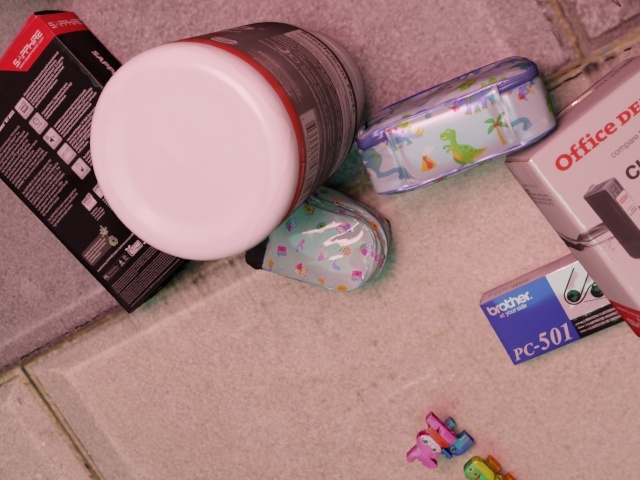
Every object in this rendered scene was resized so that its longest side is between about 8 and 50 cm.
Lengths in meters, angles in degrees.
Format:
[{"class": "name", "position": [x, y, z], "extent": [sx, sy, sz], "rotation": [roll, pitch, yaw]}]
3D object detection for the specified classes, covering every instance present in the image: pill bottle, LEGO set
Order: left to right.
[{"class": "pill bottle", "position": [-0.075, -0.131, 0.894], "extent": [0.210, 0.363, 0.210], "rotation": [6, 110, 15]}, {"class": "LEGO set", "position": [0.203, 0.339, 1.122], "extent": [0.227, 0.087, 0.093], "rotation": [44, 100, -1]}]

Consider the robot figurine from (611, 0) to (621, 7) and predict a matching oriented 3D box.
[{"class": "robot figurine", "position": [0.341, -0.282, 0.815], "extent": [0.291, 0.211, 0.085], "rotation": [42, 137, 4]}]

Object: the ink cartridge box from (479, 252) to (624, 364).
[{"class": "ink cartridge box", "position": [0.317, 0.073, 1.018], "extent": [0.207, 0.046, 0.097], "rotation": [-28, 97, 24]}]

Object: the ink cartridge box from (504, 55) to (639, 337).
[{"class": "ink cartridge box", "position": [0.369, -0.046, 0.891], "extent": [0.197, 0.114, 0.273], "rotation": [-39, 93, 2]}]

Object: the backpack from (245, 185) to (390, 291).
[{"class": "backpack", "position": [0.000, 0.000, 1.055], "extent": [0.182, 0.115, 0.151], "rotation": [17, 110, 8]}]

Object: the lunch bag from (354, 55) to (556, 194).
[{"class": "lunch bag", "position": [0.153, -0.135, 0.927], "extent": [0.219, 0.176, 0.090], "rotation": [-20, 102, 19]}]

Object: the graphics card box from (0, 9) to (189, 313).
[{"class": "graphics card box", "position": [-0.308, -0.106, 1.126], "extent": [0.371, 0.094, 0.233], "rotation": [47, 115, -1]}]
